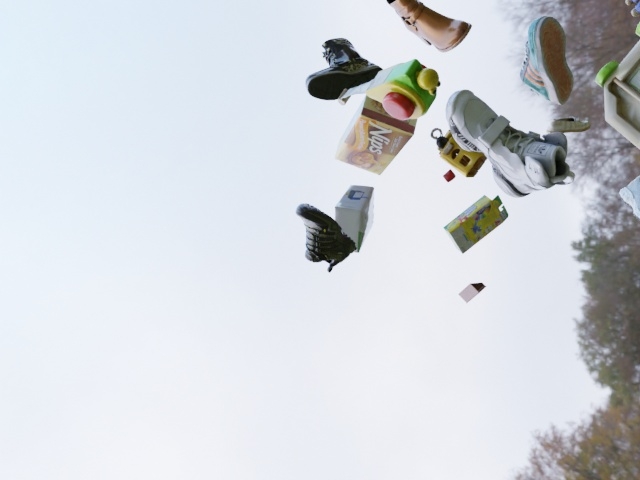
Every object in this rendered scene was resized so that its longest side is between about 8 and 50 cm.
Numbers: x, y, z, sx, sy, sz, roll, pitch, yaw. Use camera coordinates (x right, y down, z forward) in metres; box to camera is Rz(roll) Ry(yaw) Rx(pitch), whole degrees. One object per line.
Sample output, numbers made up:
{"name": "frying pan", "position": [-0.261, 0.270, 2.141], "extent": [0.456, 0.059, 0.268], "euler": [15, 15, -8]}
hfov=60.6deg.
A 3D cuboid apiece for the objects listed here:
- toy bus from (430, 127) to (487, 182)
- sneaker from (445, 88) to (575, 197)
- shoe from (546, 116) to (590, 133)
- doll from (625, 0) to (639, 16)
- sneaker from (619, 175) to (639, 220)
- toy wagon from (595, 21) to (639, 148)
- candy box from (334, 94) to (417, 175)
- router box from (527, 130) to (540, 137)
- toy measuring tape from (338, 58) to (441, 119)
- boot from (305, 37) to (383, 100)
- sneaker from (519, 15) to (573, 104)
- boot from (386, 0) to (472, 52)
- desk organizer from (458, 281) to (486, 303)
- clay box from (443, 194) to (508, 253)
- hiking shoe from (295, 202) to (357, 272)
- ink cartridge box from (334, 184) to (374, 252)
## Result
{"name": "toy bus", "position": [0.435, -0.290, 1.762], "extent": [0.104, 0.202, 0.190], "euler": [-10, -89, -52]}
{"name": "sneaker", "position": [0.497, -0.261, 1.415], "extent": [0.366, 0.210, 0.137], "euler": [45, -106, -18]}
{"name": "shoe", "position": [1.008, -0.469, 2.210], "extent": [0.219, 0.076, 0.058], "euler": [-12, -66, -23]}
{"name": "doll", "position": [0.876, -0.680, 1.445], "extent": [0.046, 0.189, 0.129], "euler": [-20, -100, -1]}
{"name": "sneaker", "position": [1.028, -0.115, 1.690], "extent": [0.100, 0.271, 0.108], "euler": [19, -56, -15]}
{"name": "toy wagon", "position": [0.726, -0.338, 1.066], "extent": [0.068, 0.267, 0.344], "euler": [-10, -37, -38]}
{"name": "candy box", "position": [0.179, -0.345, 1.838], "extent": [0.183, 0.316, 0.087], "euler": [18, -112, -8]}
{"name": "router box", "position": [0.717, -0.278, 1.943], "extent": [0.178, 0.046, 0.133], "euler": [107, -179, -53]}
{"name": "toy measuring tape", "position": [0.157, -0.314, 1.204], "extent": [0.122, 0.330, 0.121], "euler": [-1, -87, -26]}
{"name": "boot", "position": [0.034, -0.478, 1.514], "extent": [0.237, 0.178, 0.085], "euler": [-18, -35, -24]}
{"name": "sneaker", "position": [0.578, -0.473, 1.453], "extent": [0.108, 0.121, 0.302], "euler": [-56, -40, -6]}
{"name": "boot", "position": [0.338, -0.717, 1.742], "extent": [0.220, 0.283, 0.109], "euler": [34, -78, -28]}
{"name": "desk organizer", "position": [0.593, 0.196, 2.146], "extent": [0.047, 0.130, 0.050], "euler": [-37, -104, -22]}
{"name": "clay box", "position": [0.569, -0.067, 1.994], "extent": [0.222, 0.053, 0.127], "euler": [-39, -54, 2]}
{"name": "hiking shoe", "position": [0.000, 0.000, 1.352], "extent": [0.114, 0.086, 0.227], "euler": [-51, -48, -4]}
{"name": "ink cartridge box", "position": [0.115, -0.077, 1.824], "extent": [0.212, 0.093, 0.154], "euler": [-54, -32, -57]}
